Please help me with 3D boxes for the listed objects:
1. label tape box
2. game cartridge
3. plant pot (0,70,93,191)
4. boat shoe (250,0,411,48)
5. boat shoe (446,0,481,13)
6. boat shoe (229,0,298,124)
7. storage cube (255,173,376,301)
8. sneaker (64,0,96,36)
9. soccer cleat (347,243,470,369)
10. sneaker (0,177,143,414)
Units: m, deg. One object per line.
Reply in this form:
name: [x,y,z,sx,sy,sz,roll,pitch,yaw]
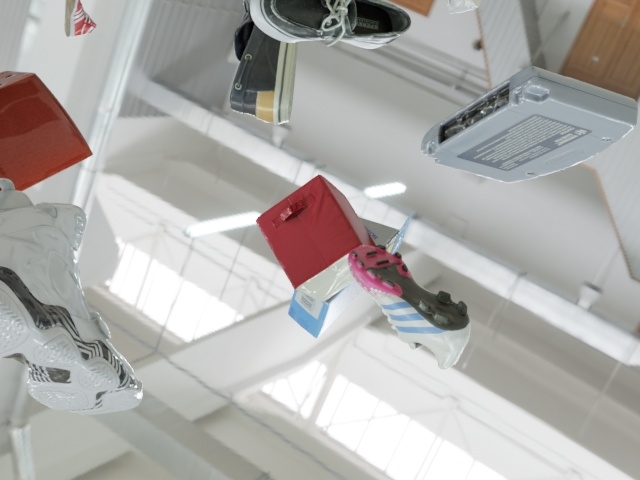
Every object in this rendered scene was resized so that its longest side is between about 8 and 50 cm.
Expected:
label tape box: [0.077,0.063,2.174,0.115,0.249,0.348,39,-115,11]
game cartridge: [0.303,-0.158,1.232,0.198,0.062,0.297,9,165,-22]
plant pot: [-0.772,-0.275,2.077,0.267,0.236,0.267,13,-142,45]
boat shoe: [0.026,-0.403,1.512,0.306,0.113,0.105,7,177,-33]
boat shoe: [0.222,-0.474,1.417,0.063,0.184,0.066,-10,-170,32]
boat shoe: [-0.129,-0.496,2.028,0.156,0.187,0.500,4,-120,2]
storage cube: [0.000,0.000,1.893,0.193,0.183,0.215,59,-170,20]
sneaker: [-0.542,-0.519,1.918,0.067,0.118,0.042,-14,-127,-34]
soccer cleat: [0.158,0.131,1.663,0.116,0.143,0.331,-16,-144,-31]
sneaker: [-0.338,0.081,1.104,0.366,0.137,0.210,55,-151,-51]
